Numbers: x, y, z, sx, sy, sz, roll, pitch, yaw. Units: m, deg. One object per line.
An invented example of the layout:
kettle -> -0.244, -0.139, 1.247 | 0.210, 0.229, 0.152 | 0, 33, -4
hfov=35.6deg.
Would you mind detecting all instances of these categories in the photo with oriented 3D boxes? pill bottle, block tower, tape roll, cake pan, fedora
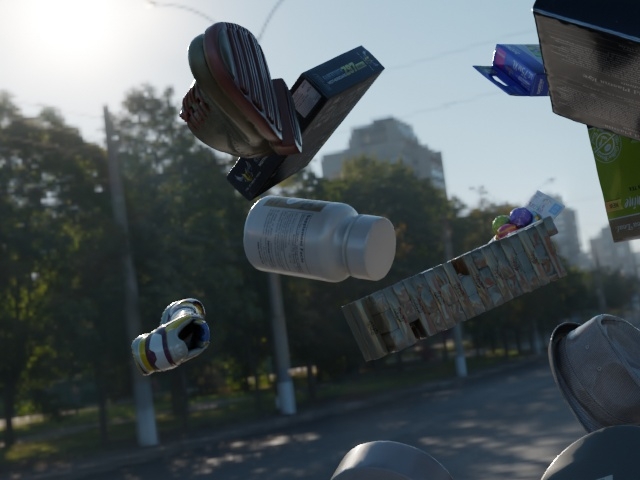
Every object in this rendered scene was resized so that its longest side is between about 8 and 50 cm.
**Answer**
pill bottle -> 0.000, 0.000, 1.634 | 0.229, 0.131, 0.131 | 8, 3, 33
block tower -> 0.205, 0.070, 1.463 | 0.336, 0.097, 0.091 | -23, -3, -21
tape roll -> 0.116, 0.431, 1.601 | 0.219, 0.219, 0.072 | -11, 21, 29
cake pan -> 0.454, 0.407, 1.569 | 0.293, 0.054, 0.293 | -36, 23, 18
fedora -> 0.556, 0.246, 1.870 | 0.244, 0.275, 0.124 | 13, -46, -30

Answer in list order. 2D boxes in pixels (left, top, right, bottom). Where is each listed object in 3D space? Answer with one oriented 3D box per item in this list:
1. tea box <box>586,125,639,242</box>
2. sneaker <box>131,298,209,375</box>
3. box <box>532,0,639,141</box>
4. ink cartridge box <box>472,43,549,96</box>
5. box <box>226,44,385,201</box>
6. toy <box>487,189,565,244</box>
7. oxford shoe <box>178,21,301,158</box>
tea box -> 0.669, -0.187, 1.782 | 0.329, 0.323, 0.220 | -10, -4, -37
sneaker -> -0.176, 0.124, 1.332 | 0.084, 0.069, 0.185 | -15, 15, 20
box -> 0.443, -0.350, 1.332 | 0.179, 0.343, 0.312 | 23, -9, 24
ink cartridge box -> 0.511, -0.374, 2.175 | 0.311, 0.065, 0.185 | -6, 32, -17
box -> -0.023, -0.177, 1.501 | 0.232, 0.059, 0.183 | -48, -7, 37
toy -> 0.380, -0.011, 2.052 | 0.056, 0.237, 0.137 | 37, 6, -21
oxford shoe -> -0.112, -0.158, 1.198 | 0.130, 0.123, 0.348 | -12, -13, 8
